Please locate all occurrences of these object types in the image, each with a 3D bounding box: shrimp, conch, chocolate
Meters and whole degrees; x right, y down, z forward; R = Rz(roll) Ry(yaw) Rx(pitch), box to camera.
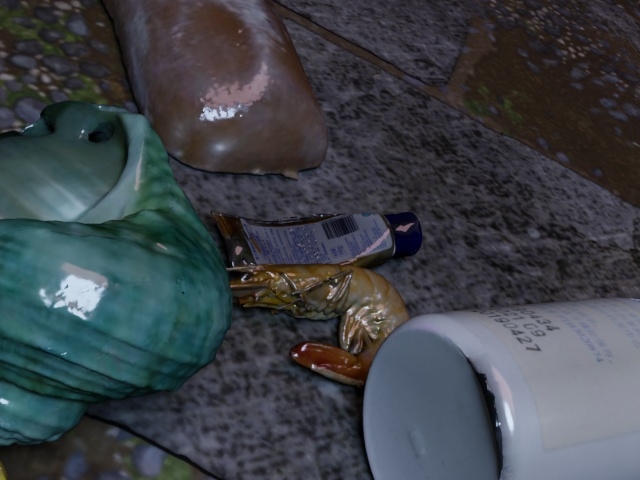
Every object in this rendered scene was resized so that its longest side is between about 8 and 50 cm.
[{"bbox_3d":[-0.004,0.058,0.625,0.162,0.045,0.095,6,68,-32],"label":"shrimp"},{"bbox_3d":[-0.142,0.027,0.502,0.196,0.134,0.202,11,37,28],"label":"conch"},{"bbox_3d":[-0.085,-0.171,0.765,0.161,0.083,0.261,-5,52,-32],"label":"chocolate"}]

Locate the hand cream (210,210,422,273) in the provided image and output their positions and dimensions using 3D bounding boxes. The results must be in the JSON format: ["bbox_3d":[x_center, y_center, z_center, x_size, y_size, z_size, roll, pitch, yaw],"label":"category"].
[{"bbox_3d":[0.000,0.000,0.683,0.163,0.039,0.062,-3,52,-25],"label":"hand cream"}]

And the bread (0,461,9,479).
[{"bbox_3d":[-0.234,0.156,0.345,0.245,0.094,0.102,-29,76,-44],"label":"bread"}]

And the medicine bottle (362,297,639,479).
[{"bbox_3d":[0.167,0.109,0.585,0.258,0.143,0.143,-2,50,-30],"label":"medicine bottle"}]
